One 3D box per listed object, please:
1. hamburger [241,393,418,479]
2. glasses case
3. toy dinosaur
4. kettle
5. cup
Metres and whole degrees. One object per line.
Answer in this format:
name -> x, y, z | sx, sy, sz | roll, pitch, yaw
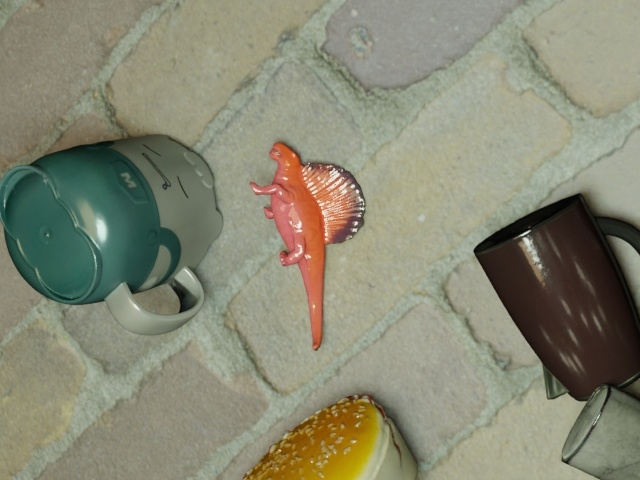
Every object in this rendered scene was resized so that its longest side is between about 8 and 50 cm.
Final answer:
hamburger -> -0.009, 0.336, 1.569 | 0.295, 0.227, 0.151 | -37, 104, 21
glasses case -> 0.438, 0.278, 1.384 | 0.299, 0.060, 0.114 | 26, 108, -2
toy dinosaur -> 0.006, -0.006, 1.618 | 0.138, 0.070, 0.286 | -20, 89, 3
kettle -> 0.322, 0.068, 1.441 | 0.202, 0.144, 0.232 | -29, 94, -4
cup -> -0.275, -0.001, 1.634 | 0.219, 0.257, 0.290 | -39, 80, 29
